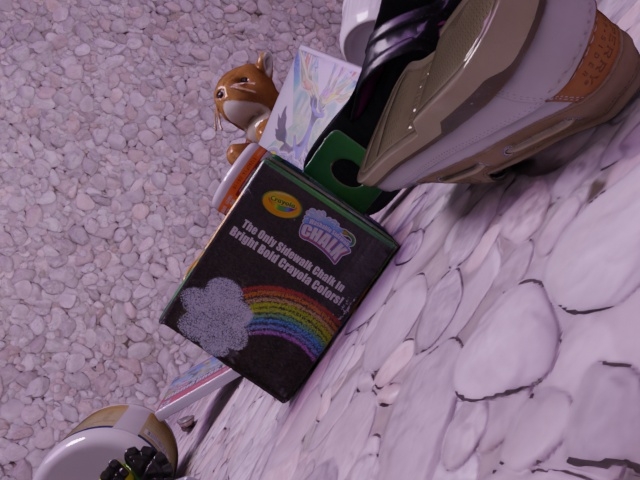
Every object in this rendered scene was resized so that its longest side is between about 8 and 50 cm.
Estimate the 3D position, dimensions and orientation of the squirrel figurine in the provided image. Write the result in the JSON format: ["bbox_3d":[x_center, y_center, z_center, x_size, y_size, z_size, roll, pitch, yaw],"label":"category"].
[{"bbox_3d":[-0.079,-0.269,1.428,0.397,0.370,0.281,-27,-13,-48],"label":"squirrel figurine"}]

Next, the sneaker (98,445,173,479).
[{"bbox_3d":[-0.297,0.471,0.788,0.146,0.134,0.344,99,-165,-50],"label":"sneaker"}]

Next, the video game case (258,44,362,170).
[{"bbox_3d":[-0.008,-0.193,1.084,0.329,0.036,0.300,41,111,48],"label":"video game case"}]

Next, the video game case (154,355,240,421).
[{"bbox_3d":[-0.253,0.301,1.292,0.204,0.025,0.285,-30,3,-5],"label":"video game case"}]

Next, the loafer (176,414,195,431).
[{"bbox_3d":[-0.351,0.486,1.519,0.045,0.039,0.125,-23,-6,-24],"label":"loafer"}]

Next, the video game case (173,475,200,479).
[{"bbox_3d":[-0.207,0.376,0.650,0.212,0.023,0.193,-41,27,51],"label":"video game case"}]

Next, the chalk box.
[{"bbox_3d":[-0.030,0.008,0.706,0.289,0.180,0.179,-55,6,6],"label":"chalk box"}]

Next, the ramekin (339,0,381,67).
[{"bbox_3d":[0.166,-0.449,1.261,0.273,0.272,0.127,135,155,-64],"label":"ramekin"}]

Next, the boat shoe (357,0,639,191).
[{"bbox_3d":[0.107,-0.087,0.442,0.302,0.103,0.113,165,125,-80],"label":"boat shoe"}]

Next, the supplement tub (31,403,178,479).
[{"bbox_3d":[-0.393,0.442,1.100,0.228,0.228,0.316,-57,5,-9],"label":"supplement tub"}]

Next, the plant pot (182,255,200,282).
[{"bbox_3d":[-0.166,0.140,1.142,0.205,0.205,0.188,-60,-8,-33],"label":"plant pot"}]

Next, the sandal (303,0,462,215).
[{"bbox_3d":[0.099,-0.153,0.642,0.107,0.167,0.446,-64,3,-40],"label":"sandal"}]

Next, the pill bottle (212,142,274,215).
[{"bbox_3d":[-0.045,-0.043,0.891,0.121,0.221,0.121,-55,6,8],"label":"pill bottle"}]
